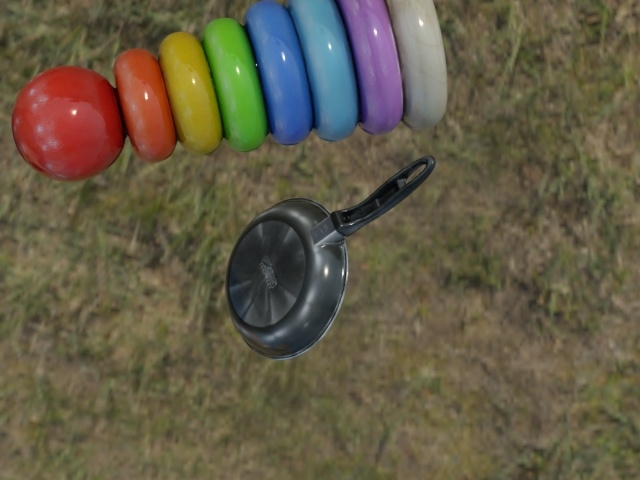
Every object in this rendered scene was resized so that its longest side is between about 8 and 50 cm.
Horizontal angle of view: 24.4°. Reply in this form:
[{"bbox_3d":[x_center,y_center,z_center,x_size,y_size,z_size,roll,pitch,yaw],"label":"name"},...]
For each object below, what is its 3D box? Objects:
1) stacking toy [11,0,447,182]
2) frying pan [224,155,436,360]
[{"bbox_3d":[-0.076,-0.123,1.143,0.330,0.141,0.141,-13,127,-6],"label":"stacking toy"},{"bbox_3d":[-0.001,0.029,1.715,0.326,0.197,0.053,-17,158,41],"label":"frying pan"}]
